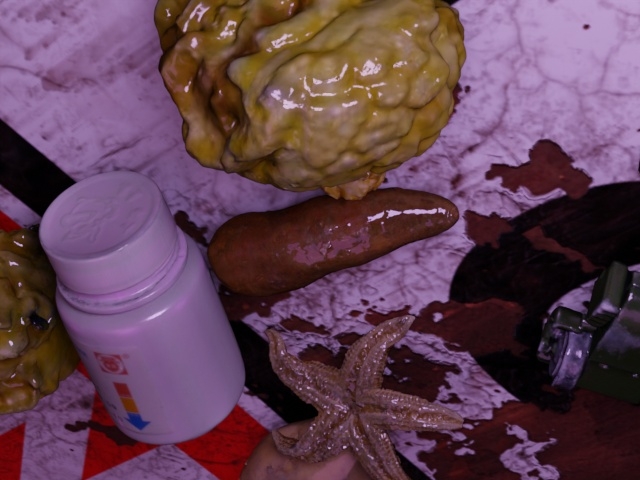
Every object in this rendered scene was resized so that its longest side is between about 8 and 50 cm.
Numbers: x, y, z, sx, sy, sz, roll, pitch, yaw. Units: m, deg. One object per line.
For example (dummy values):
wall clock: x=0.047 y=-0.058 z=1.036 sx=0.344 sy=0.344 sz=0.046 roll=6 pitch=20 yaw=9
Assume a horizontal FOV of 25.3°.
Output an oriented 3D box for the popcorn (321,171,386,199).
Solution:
popcorn: x=0.025 y=-0.079 z=1.409 sx=0.083 sy=0.057 sz=0.082 roll=37 pitch=137 yaw=-13

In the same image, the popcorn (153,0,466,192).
popcorn: x=-0.020 y=-0.142 z=1.239 sx=0.286 sy=0.225 sz=0.174 roll=5 pitch=132 yaw=12

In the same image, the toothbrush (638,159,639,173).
toothbrush: x=0.470 y=-0.021 z=1.329 sx=0.364 sy=0.041 sz=0.041 roll=19 pitch=137 yaw=-1

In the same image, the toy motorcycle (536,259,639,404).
toy motorcycle: x=0.339 y=0.084 z=1.429 sx=0.205 sy=0.127 sz=0.275 roll=17 pitch=144 yaw=3

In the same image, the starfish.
starfish: x=0.047 y=0.186 z=1.626 sx=0.236 sy=0.062 sz=0.277 roll=-43 pitch=82 yaw=19

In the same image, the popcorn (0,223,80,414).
popcorn: x=-0.359 y=0.090 z=1.614 sx=0.169 sy=0.189 sz=0.218 roll=-28 pitch=122 yaw=33

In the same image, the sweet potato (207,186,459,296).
sweet potato: x=0.000 y=0.000 z=1.470 sx=0.292 sy=0.097 sz=0.097 roll=-12 pitch=129 yaw=29

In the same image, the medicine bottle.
medicine bottle: x=-0.195 y=0.076 z=1.561 sx=0.170 sy=0.170 sz=0.293 roll=0 pitch=135 yaw=19

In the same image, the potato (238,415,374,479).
potato: x=-0.004 y=0.297 z=1.753 sx=0.235 sy=0.128 sz=0.161 roll=-23 pitch=125 yaw=28
